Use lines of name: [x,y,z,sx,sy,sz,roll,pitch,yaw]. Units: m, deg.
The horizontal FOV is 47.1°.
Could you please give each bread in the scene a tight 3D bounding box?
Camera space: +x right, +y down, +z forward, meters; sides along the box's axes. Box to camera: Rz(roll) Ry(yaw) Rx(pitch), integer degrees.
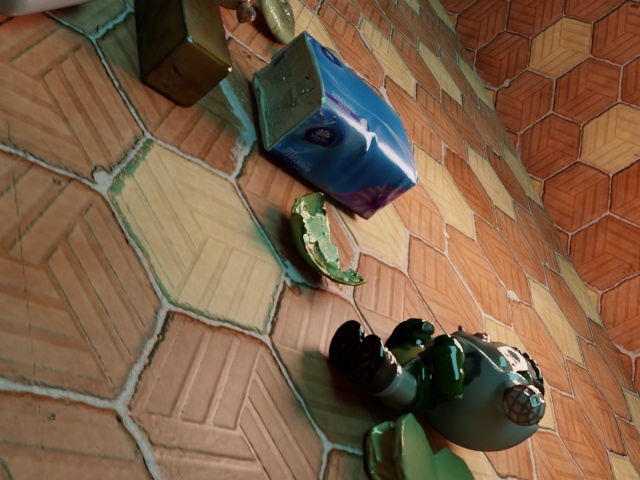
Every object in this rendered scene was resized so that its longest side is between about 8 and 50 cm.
bread: [-0.080,-0.438,1.420,0.193,0.036,0.112,26,50,-70]

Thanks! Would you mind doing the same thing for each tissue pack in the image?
tissue pack: [0.027,-0.187,1.227,0.263,0.146,0.198,31,34,-41]

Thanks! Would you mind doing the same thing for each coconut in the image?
coconut: [-0.003,0.001,1.058,0.133,0.055,0.158,21,41,-49]

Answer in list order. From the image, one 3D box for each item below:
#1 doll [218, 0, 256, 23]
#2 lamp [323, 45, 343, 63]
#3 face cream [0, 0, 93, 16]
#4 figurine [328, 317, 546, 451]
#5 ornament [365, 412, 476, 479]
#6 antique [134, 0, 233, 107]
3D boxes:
doll: [-0.181,-0.500,1.276,0.303,0.156,0.201,-120,-157,-58]
lamp: [-0.005,-0.345,1.445,0.091,0.091,0.163,44,13,-24]
face cream: [-0.327,-0.344,0.883,0.144,0.071,0.291,52,25,-8]
figurine: [0.179,0.199,1.031,0.370,0.167,0.281,22,3,-36]
ornament: [0.138,0.329,0.922,0.201,0.059,0.180,42,32,-31]
antique: [-0.205,-0.338,1.059,0.087,0.093,0.309,28,37,-44]
